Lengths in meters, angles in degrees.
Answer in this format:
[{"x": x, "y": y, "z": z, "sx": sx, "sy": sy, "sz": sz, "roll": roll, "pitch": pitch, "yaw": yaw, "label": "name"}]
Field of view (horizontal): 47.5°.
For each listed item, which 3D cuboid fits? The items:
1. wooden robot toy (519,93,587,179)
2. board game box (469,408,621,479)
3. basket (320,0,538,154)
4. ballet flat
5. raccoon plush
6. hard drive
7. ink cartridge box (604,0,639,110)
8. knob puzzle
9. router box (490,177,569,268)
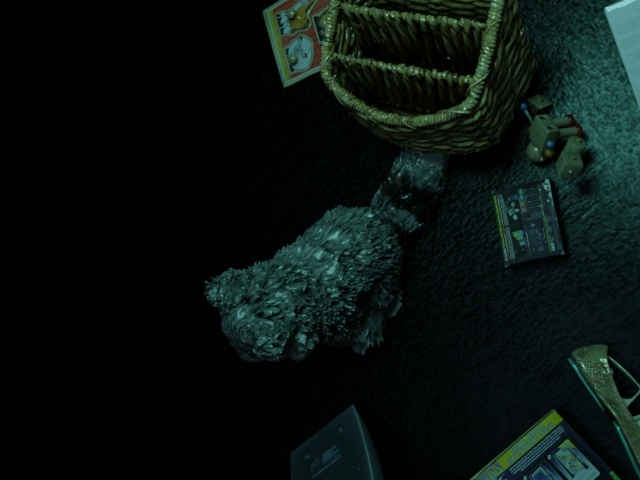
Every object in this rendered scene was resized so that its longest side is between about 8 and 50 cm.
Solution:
[{"x": 0.347, "y": -0.143, "z": 1.098, "sx": 0.079, "sy": 0.076, "sz": 0.173, "roll": 102, "pitch": 159, "yaw": -45, "label": "wooden robot toy"}, {"x": 0.313, "y": 0.347, "z": 1.021, "sx": 0.170, "sy": 0.048, "sz": 0.141, "roll": -35, "pitch": 63, "yaw": -13, "label": "board game box"}, {"x": 0.137, "y": -0.275, "z": 1.095, "sx": 0.299, "sy": 0.223, "sz": 0.213, "roll": 23, "pitch": 77, "yaw": 35, "label": "basket"}, {"x": 0.423, "y": 0.235, "z": 1.006, "sx": 0.067, "sy": 0.073, "sz": 0.206, "roll": -30, "pitch": 74, "yaw": 9, "label": "ballet flat"}, {"x": 0.000, "y": 0.000, "z": 1.141, "sx": 0.216, "sy": 0.299, "sz": 0.446, "roll": 23, "pitch": 96, "yaw": 30, "label": "raccoon plush"}, {"x": 0.030, "y": 0.404, "z": 1.152, "sx": 0.172, "sy": 0.054, "sz": 0.254, "roll": -43, "pitch": 29, "yaw": 19, "label": "hard drive"}, {"x": 0.507, "y": -0.279, "z": 1.038, "sx": 0.145, "sy": 0.045, "sz": 0.179, "roll": -19, "pitch": 94, "yaw": 27, "label": "ink cartridge box"}, {"x": -0.014, "y": -0.400, "z": 1.348, "sx": 0.213, "sy": 0.030, "sz": 0.213, "roll": -4, "pitch": 82, "yaw": 30, "label": "knob puzzle"}, {"x": 0.319, "y": -0.025, "z": 1.109, "sx": 0.092, "sy": 0.038, "sz": 0.122, "roll": -14, "pitch": 78, "yaw": 28, "label": "router box"}]
